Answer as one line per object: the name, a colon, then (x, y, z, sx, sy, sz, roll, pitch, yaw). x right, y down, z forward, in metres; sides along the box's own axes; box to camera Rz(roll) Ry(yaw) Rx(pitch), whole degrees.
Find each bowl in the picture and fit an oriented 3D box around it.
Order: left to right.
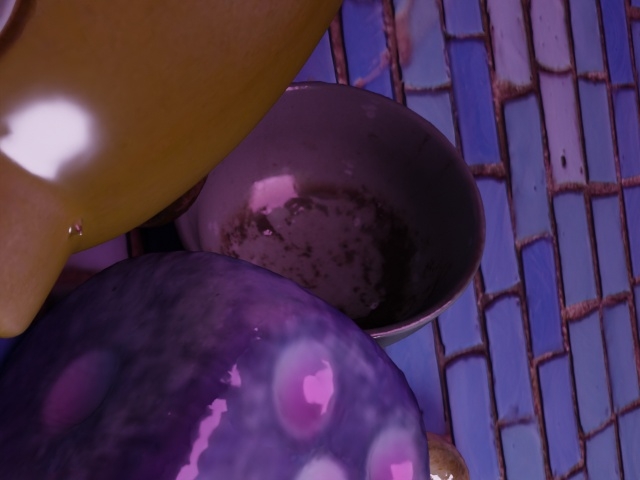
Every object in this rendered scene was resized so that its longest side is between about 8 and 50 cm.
bowl: (0.000, 0.000, 0.952, 0.289, 0.146, 0.289, 5, 57, -8)

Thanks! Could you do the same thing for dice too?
dice: (-0.097, 0.187, 0.767, 0.271, 0.270, 0.270, 48, 54, -34)

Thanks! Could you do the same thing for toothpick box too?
toothpick box: (-0.192, -0.198, 0.584, 0.409, 0.408, 0.425, 45, 67, -35)

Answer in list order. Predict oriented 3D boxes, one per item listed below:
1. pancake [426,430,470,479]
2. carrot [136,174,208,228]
pancake: (0.099, 0.354, 1.136, 0.282, 0.049, 0.283, 5, 83, -44)
carrot: (-0.130, -0.147, 0.871, 0.139, 0.138, 0.302, 50, 40, -32)
